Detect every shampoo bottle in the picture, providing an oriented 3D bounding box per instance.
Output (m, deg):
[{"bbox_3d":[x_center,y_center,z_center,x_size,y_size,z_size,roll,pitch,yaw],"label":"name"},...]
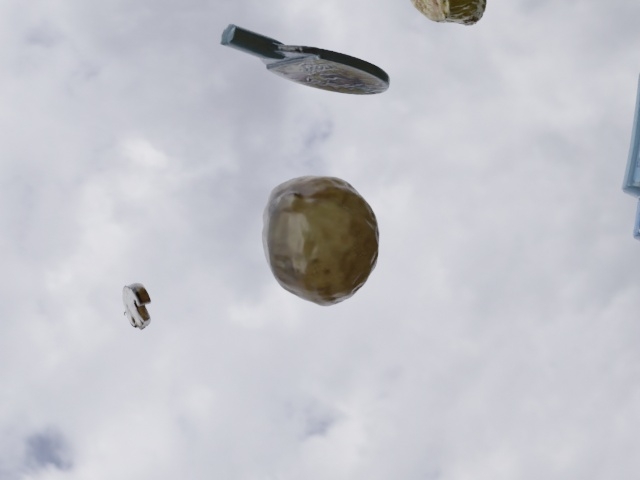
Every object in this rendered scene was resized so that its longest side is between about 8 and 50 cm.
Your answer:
[{"bbox_3d":[0.496,-0.122,1.508,0.061,0.104,0.258,40,-119,-66],"label":"shampoo bottle"}]

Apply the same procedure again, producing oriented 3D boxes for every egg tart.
[{"bbox_3d":[0.104,-0.227,0.916,0.039,0.105,0.105,-40,-55,-17],"label":"egg tart"}]

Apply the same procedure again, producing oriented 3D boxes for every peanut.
[{"bbox_3d":[0.000,0.000,1.246,0.109,0.141,0.159,-2,-97,-59],"label":"peanut"}]

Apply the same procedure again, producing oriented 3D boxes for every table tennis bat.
[{"bbox_3d":[-0.012,-0.146,0.854,0.155,0.100,0.019,14,-96,-36],"label":"table tennis bat"}]

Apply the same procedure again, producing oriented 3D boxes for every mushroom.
[{"bbox_3d":[-0.210,0.075,1.193,0.019,0.101,0.049,-23,-104,-24],"label":"mushroom"}]
